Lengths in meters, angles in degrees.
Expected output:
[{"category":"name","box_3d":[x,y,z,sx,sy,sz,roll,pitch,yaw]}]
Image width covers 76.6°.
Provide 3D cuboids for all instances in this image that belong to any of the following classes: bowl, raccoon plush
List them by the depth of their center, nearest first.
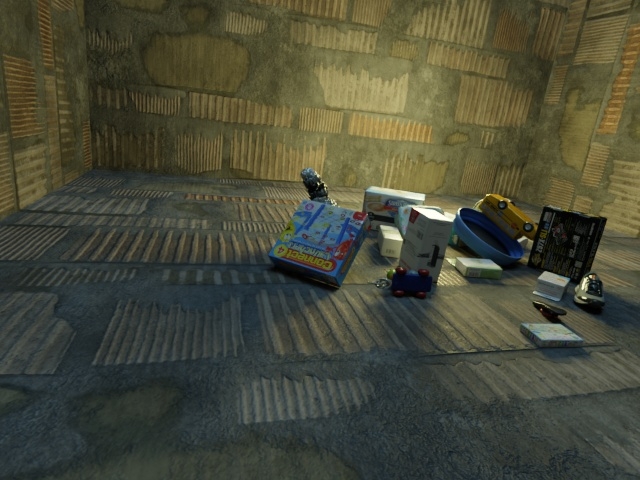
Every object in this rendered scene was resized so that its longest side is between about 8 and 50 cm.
[{"category":"raccoon plush","box_3d":[-0.016,-0.118,1.824,0.216,0.446,0.299,-35,-1,7]},{"category":"bowl","box_3d":[0.858,-0.021,2.092,0.392,0.077,0.391,21,34,-15]}]

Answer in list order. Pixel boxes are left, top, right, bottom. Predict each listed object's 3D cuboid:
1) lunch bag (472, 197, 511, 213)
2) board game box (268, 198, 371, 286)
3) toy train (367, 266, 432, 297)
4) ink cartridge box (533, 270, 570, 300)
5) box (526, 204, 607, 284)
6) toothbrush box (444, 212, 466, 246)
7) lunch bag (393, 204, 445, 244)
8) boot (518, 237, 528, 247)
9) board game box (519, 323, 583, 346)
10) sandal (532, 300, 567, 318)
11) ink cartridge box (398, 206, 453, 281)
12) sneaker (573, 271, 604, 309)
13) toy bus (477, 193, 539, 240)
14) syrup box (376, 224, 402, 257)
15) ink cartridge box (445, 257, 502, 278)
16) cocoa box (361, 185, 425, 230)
[{"category":"lunch bag","box_3d":[1.032,-0.128,2.444,0.305,0.255,0.213,-10,23,-42]},{"category":"board game box","box_3d":[0.000,0.000,1.615,0.309,0.086,0.301,15,61,27]},{"category":"toy train","box_3d":[0.285,0.146,1.551,0.248,0.105,0.143,5,7,-7]},{"category":"ink cartridge box","box_3d":[0.981,0.192,1.718,0.104,0.061,0.181,19,21,35]},{"category":"box","box_3d":[1.160,0.014,1.922,0.079,0.321,0.257,-8,22,-36]},{"category":"toothbrush box","box_3d":[0.770,-0.070,2.378,0.217,0.126,0.296,-4,19,-31]},{"category":"lunch bag","box_3d":[0.533,-0.071,2.171,0.280,0.223,0.108,2,-25,-9]},{"category":"boot","box_3d":[1.119,0.010,2.344,0.190,0.069,0.086,-8,25,-36]},{"category":"board game box","box_3d":[0.748,0.307,1.316,0.154,0.026,0.103,3,17,-12]},{"category":"sandal","box_3d":[0.846,0.261,1.500,0.067,0.040,0.179,13,3,1]},{"category":"ink cartridge box","box_3d":[0.442,0.017,1.726,0.114,0.272,0.197,7,17,-12]},{"category":"sneaker","box_3d":[1.103,0.203,1.656,0.100,0.107,0.272,17,21,23]},{"category":"toy bus","box_3d":[1.007,-0.116,2.149,0.108,0.130,0.332,-2,44,-42]},{"category":"syrup box","box_3d":[0.343,0.002,2.027,0.093,0.096,0.237,9,17,1]},{"category":"ink cartridge box","box_3d":[0.713,0.108,1.903,0.171,0.056,0.235,4,19,-6]},{"category":"cocoa box","box_3d":[0.435,-0.181,2.429,0.348,0.227,0.231,11,18,13]}]
